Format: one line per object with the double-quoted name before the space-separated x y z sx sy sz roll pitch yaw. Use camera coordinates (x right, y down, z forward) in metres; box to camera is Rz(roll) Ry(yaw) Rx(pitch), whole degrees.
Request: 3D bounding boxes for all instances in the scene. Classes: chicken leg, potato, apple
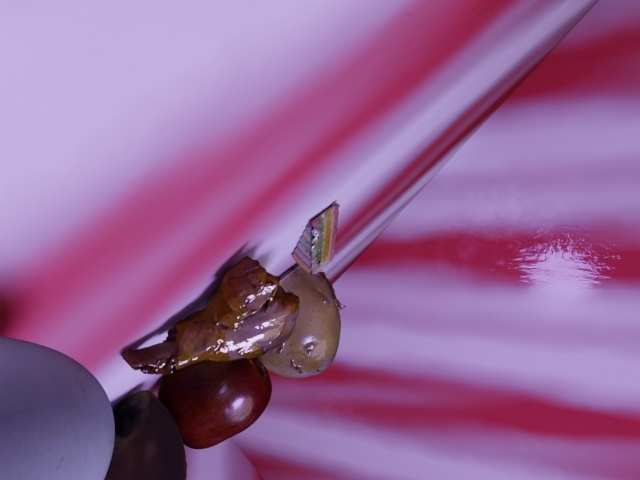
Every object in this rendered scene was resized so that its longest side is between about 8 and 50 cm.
"chicken leg" -0.211 0.158 0.932 0.409 0.182 0.295 -15 144 -37
"potato" -0.068 0.308 1.527 0.385 0.319 0.442 -41 172 -11
"apple" -0.300 0.443 1.286 0.317 0.288 0.288 -32 167 -13

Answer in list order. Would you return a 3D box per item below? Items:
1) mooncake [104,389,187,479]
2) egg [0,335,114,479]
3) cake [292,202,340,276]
"mooncake" -0.506 0.519 0.934 0.246 0.393 0.394 -46 129 9
"egg" -0.327 0.190 0.329 0.230 0.230 0.371 -46 164 7
"cake" -0.016 -0.011 1.220 0.109 0.090 0.225 -34 147 -34
